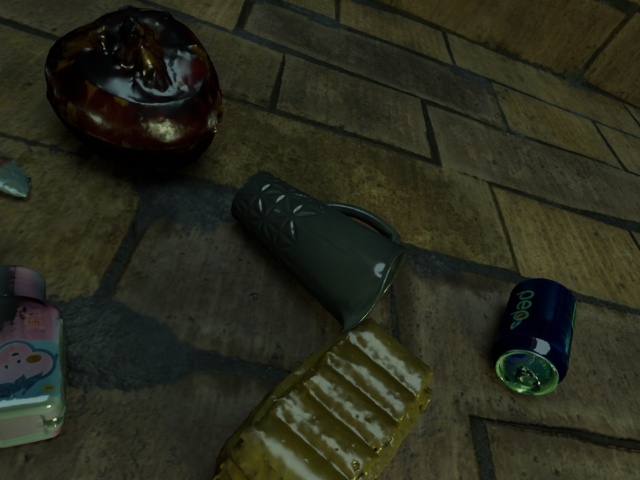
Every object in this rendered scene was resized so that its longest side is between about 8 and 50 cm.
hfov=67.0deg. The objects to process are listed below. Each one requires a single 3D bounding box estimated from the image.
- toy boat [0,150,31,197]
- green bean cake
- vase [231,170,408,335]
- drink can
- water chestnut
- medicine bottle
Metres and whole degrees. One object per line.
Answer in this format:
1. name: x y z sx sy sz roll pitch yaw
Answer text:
1. toy boat: -0.568 -0.143 0.712 0.282 0.096 0.206 19 28 -21
2. green bean cake: -0.005 0.216 0.525 0.131 0.224 0.230 42 48 16
3. vase: 0.000 0.000 0.801 0.301 0.156 0.251 36 46 19
4. drink can: 0.371 0.161 0.836 0.118 0.118 0.205 35 42 9
5. water chestnut: -0.303 -0.269 0.815 0.300 0.300 0.300 14 44 -14
6. medicine bottle: -0.350 0.123 0.538 0.119 0.094 0.188 -3 50 -26
